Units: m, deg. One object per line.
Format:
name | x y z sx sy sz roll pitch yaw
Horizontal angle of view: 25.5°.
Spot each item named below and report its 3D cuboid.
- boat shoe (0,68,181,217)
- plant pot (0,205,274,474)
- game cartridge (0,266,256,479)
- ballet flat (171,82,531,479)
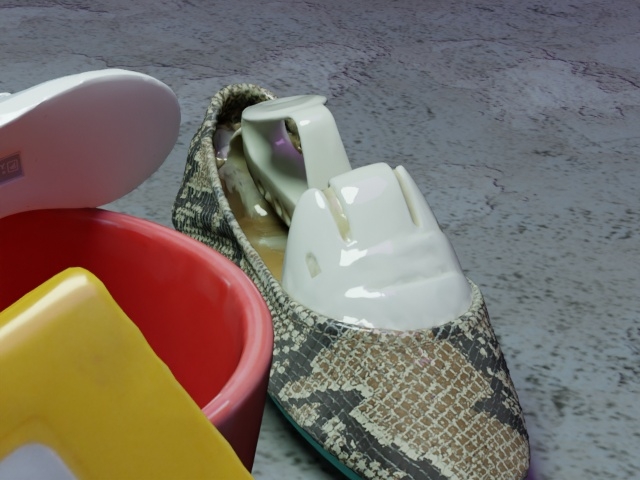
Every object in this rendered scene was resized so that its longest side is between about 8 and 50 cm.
boat shoe | -0.149 -0.039 0.646 0.184 0.066 0.063 -29 39 -35
plant pot | -0.160 0.141 0.606 0.275 0.243 0.275 2 25 -1
game cartridge | -0.108 0.206 0.375 0.324 0.052 0.285 -37 85 -26
ballet flat | 0.000 0.000 1.008 0.164 0.182 0.483 -6 26 -20
